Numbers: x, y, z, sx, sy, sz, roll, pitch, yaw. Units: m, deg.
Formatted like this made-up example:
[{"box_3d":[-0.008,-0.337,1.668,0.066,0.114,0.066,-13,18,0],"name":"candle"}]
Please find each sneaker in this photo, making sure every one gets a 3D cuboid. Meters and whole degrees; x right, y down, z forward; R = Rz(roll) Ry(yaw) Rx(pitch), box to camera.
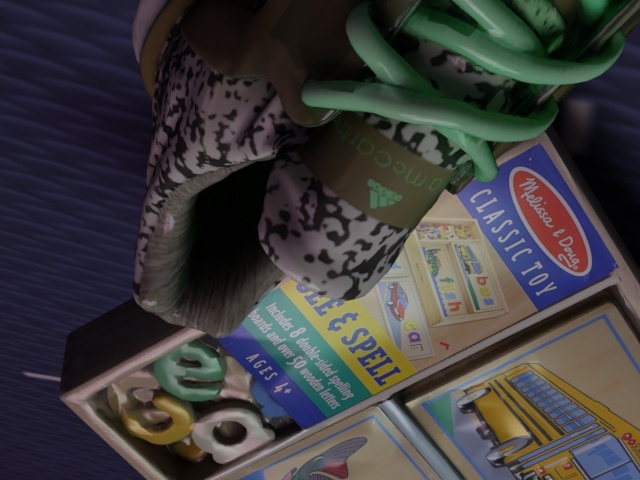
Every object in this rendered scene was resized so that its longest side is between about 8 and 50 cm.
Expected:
[{"box_3d":[0.047,-0.066,0.372,0.158,0.182,0.410,23,152,-19],"name":"sneaker"}]

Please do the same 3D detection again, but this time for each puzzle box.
[{"box_3d":[0.091,0.134,0.666,0.272,0.052,0.409,-30,123,16],"name":"puzzle box"}]
